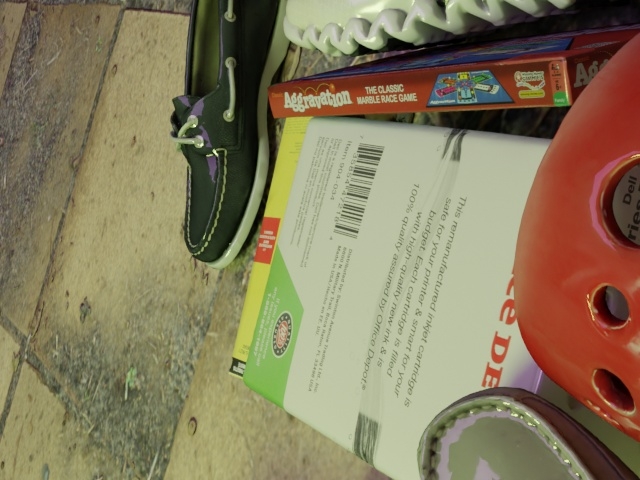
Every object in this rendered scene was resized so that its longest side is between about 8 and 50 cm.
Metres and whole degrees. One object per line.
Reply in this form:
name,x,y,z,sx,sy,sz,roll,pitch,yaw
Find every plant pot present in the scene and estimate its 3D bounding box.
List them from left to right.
plant pot,0.198,0.019,0.383,0.174,0.191,0.191,40,112,48

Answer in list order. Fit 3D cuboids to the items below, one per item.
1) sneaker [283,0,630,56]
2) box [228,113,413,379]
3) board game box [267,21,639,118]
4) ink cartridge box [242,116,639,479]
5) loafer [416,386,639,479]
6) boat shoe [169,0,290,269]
sneaker,0.094,-0.186,0.634,0.292,0.110,0.118,-7,99,39
box,0.000,0.000,0.779,0.058,0.087,0.232,9,86,57
board game box,0.098,-0.105,0.622,0.281,0.145,0.027,8,112,57
ink cartridge box,0.081,0.038,0.612,0.273,0.115,0.198,18,94,57
loafer,0.112,0.188,0.362,0.112,0.111,0.319,-38,53,17
boat shoe,-0.102,-0.126,0.975,0.114,0.091,0.302,-10,69,55
